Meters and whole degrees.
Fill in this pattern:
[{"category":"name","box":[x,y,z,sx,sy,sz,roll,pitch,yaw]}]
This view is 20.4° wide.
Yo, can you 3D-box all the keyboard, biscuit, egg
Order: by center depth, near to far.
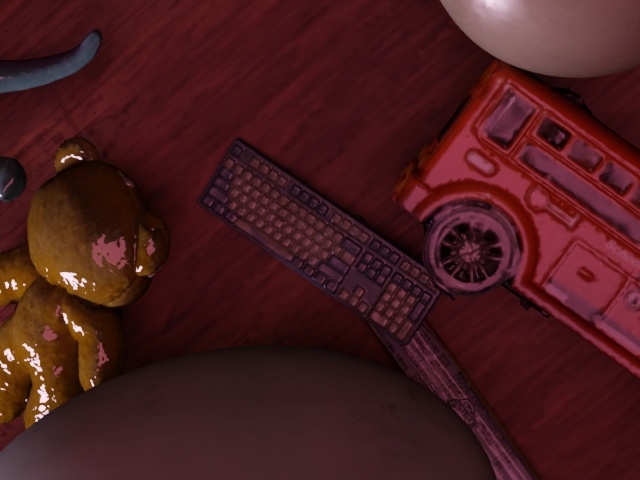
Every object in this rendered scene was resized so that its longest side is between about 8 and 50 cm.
[{"category":"egg","box":[0.173,-0.221,1.081,0.219,0.219,0.269,43,66,-3]},{"category":"egg","box":[-0.073,0.212,1.118,0.389,0.276,0.276,-24,96,6]},{"category":"keyboard","box":[0.000,0.000,1.204,0.176,0.014,0.055,35,102,10]},{"category":"biscuit","box":[0.093,0.112,1.224,0.048,0.026,0.292,-35,94,9]}]

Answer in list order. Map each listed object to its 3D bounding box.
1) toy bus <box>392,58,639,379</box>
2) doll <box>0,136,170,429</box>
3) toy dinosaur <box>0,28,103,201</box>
[{"category":"toy bus","box":[0.208,0.025,1.153,0.329,0.143,0.153,36,97,-1]},{"category":"doll","box":[-0.167,0.043,1.208,0.137,0.097,0.209,40,116,28]},{"category":"toy dinosaur","box":[-0.381,-0.075,1.195,0.331,0.129,0.383,37,90,12]}]
